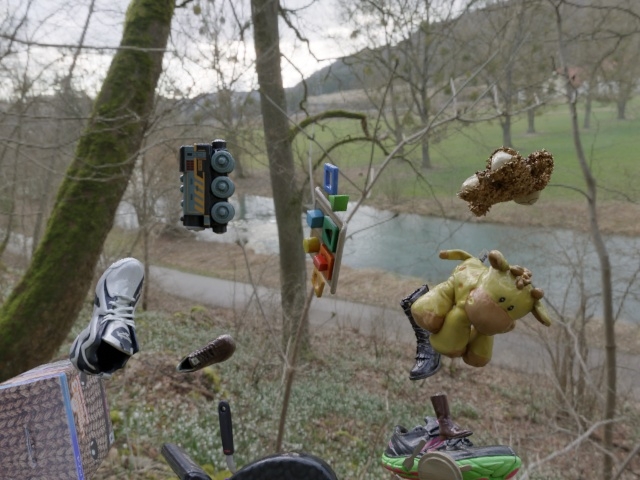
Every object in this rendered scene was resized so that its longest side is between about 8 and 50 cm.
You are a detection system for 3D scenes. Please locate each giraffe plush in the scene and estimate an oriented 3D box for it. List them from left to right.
[{"bbox_3d":[0.273,0.100,0.725,0.181,0.210,0.170,23,-10,-8],"label":"giraffe plush"}]

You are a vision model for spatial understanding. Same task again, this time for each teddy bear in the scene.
[{"bbox_3d":[0.481,-0.143,1.138,0.245,0.113,0.338,-40,-24,18],"label":"teddy bear"}]

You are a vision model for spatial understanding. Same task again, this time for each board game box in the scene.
[{"bbox_3d":[-0.568,0.392,0.967,0.141,0.232,0.291,-11,-2,-14],"label":"board game box"}]

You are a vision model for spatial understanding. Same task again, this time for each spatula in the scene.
[{"bbox_3d":[-0.205,0.510,1.038,0.084,0.297,0.030,-3,10,15],"label":"spatula"}]

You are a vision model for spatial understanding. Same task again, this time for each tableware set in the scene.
[{"bbox_3d":[0.209,0.485,0.872,0.128,0.194,0.039,37,24,26],"label":"tableware set"}]

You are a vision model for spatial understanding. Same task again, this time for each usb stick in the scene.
[{"bbox_3d":[-0.336,0.561,1.109,0.278,0.077,0.045,-16,37,59],"label":"usb stick"}]

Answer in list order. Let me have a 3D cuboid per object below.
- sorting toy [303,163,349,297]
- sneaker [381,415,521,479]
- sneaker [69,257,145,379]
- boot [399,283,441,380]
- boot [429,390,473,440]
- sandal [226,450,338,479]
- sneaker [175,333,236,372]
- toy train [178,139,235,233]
[{"bbox_3d":[0.000,0.000,1.025,0.047,0.348,0.196,-5,34,-18],"label":"sorting toy"},{"bbox_3d":[0.402,0.676,1.463,0.482,0.185,0.202,-18,42,42],"label":"sneaker"},{"bbox_3d":[-0.383,0.154,0.856,0.153,0.235,0.094,12,-21,43],"label":"sneaker"},{"bbox_3d":[0.310,0.286,1.421,0.091,0.229,0.263,-22,10,45],"label":"boot"},{"bbox_3d":[0.314,0.421,1.090,0.037,0.114,0.106,11,-32,-31],"label":"boot"},{"bbox_3d":[-0.102,0.464,0.606,0.167,0.446,0.107,25,8,11],"label":"sandal"},{"bbox_3d":[-0.296,0.303,1.154,0.188,0.066,0.071,-33,-3,30],"label":"sneaker"},{"bbox_3d":[-0.401,-0.189,1.586,0.190,0.334,0.142,0,6,-7],"label":"toy train"}]
